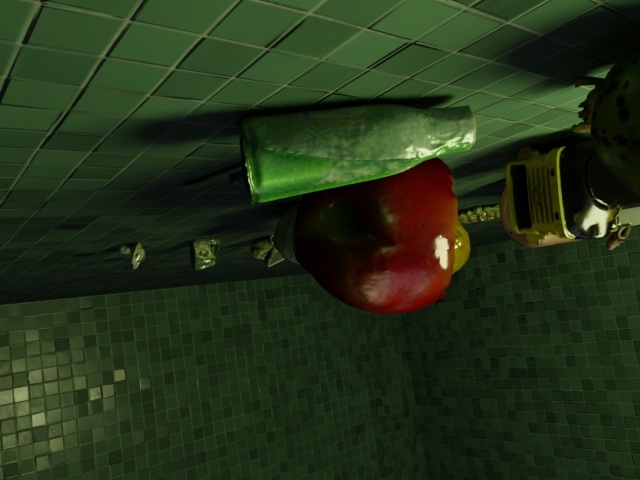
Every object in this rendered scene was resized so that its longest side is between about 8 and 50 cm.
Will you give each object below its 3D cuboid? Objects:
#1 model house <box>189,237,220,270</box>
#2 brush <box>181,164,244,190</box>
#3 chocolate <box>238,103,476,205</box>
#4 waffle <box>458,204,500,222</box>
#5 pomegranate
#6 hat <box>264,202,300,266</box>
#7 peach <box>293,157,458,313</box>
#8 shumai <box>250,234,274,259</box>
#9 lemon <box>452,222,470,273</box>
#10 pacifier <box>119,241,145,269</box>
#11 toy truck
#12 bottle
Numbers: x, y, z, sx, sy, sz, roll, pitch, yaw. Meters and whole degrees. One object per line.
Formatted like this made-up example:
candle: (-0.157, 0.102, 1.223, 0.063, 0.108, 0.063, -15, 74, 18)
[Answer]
model house: (-0.315, 0.039, 1.551, 0.078, 0.083, 0.066, -2, 169, -39)
brush: (-0.148, -0.096, 0.895, 0.178, 0.030, 0.033, -13, -179, 32)
chocolate: (0.048, -0.118, 0.688, 0.291, 0.110, 0.110, -11, 173, -9)
waffle: (0.509, -0.082, 1.785, 0.183, 0.036, 0.169, -6, 171, -27)
pomegranate: (0.386, -0.128, 0.625, 0.198, 0.199, 0.246, -7, 175, -15)
hat: (0.000, 0.005, 1.276, 0.231, 0.161, 0.275, 15, 166, 6)
peach: (0.115, -0.013, 0.908, 0.280, 0.281, 0.338, -13, 168, 32)
shumai: (-0.160, 0.011, 1.673, 0.083, 0.082, 0.080, -20, 147, -51)
lemon: (0.354, 0.020, 1.750, 0.204, 0.204, 0.260, -6, 171, -22)
pacifier: (-0.481, 0.035, 1.437, 0.064, 0.068, 0.083, 19, 169, -8)
toy truck: (0.545, -0.105, 1.088, 0.404, 0.181, 0.254, -9, -179, -25)
bottle: (0.594, -0.065, 1.339, 0.296, 0.207, 0.173, -5, 149, -30)
